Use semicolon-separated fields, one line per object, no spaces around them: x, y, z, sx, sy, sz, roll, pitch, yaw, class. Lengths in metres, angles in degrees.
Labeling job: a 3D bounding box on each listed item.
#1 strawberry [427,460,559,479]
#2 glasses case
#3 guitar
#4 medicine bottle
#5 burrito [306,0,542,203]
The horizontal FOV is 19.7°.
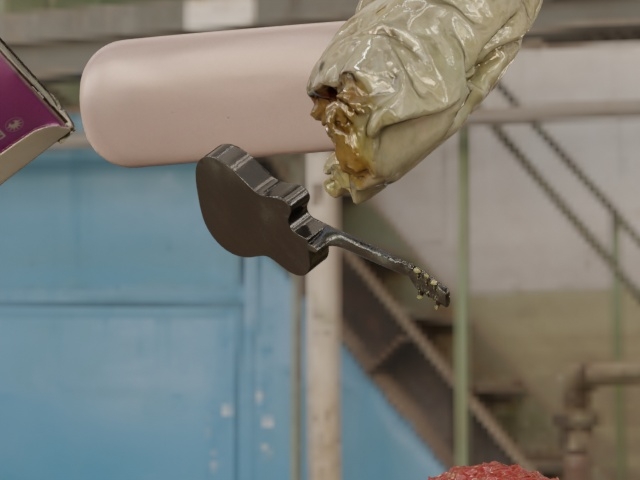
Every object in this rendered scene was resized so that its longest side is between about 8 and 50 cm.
0.189;0.342;1.918;0.257;0.257;0.277;2;-24;-24;strawberry
-0.061;-0.127;1.603;0.297;0.113;0.075;-4;3;0;glasses case
0.000;0.000;1.319;0.233;0.088;0.025;26;48;35;guitar
-0.309;-0.082;1.379;0.201;0.052;0.171;-37;-38;-1;medicine bottle
0.079;-0.145;0.965;0.117;0.076;0.392;-31;18;40;burrito
